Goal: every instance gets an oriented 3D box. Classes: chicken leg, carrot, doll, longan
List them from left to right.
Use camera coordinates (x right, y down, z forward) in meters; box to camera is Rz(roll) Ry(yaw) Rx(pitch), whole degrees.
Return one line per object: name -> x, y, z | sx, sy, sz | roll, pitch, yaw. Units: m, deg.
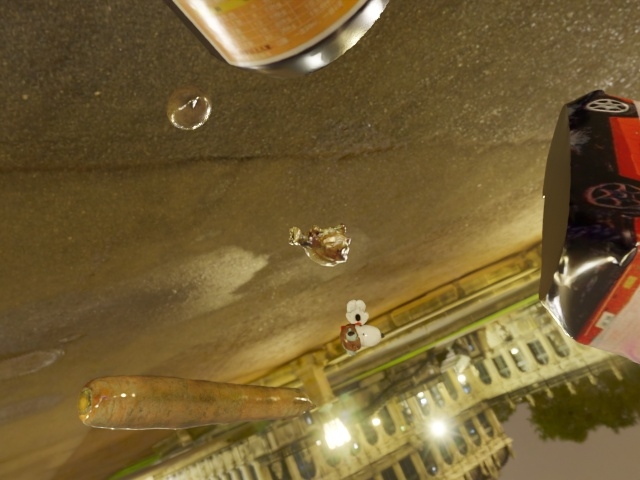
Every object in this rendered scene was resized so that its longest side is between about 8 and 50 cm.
longan -> -0.293, -0.297, 1.124 | 0.113, 0.092, 0.113 | -43, -169, 11
carrot -> -0.144, 0.217, 0.674 | 0.343, 0.070, 0.070 | 16, 140, -39
chicken leg -> 0.000, 0.000, 0.950 | 0.178, 0.070, 0.093 | 17, 108, -54
doll -> 0.047, 0.114, 0.677 | 0.058, 0.085, 0.040 | -10, 127, -18

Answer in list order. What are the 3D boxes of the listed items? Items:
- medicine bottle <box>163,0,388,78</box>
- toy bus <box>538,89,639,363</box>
medicine bottle -> -0.100, -0.325, 0.390 | 0.243, 0.242, 0.395 | -30, 150, 17
toy bus -> 0.293, -0.030, 0.478 | 0.302, 0.147, 0.127 | -58, 160, -47
